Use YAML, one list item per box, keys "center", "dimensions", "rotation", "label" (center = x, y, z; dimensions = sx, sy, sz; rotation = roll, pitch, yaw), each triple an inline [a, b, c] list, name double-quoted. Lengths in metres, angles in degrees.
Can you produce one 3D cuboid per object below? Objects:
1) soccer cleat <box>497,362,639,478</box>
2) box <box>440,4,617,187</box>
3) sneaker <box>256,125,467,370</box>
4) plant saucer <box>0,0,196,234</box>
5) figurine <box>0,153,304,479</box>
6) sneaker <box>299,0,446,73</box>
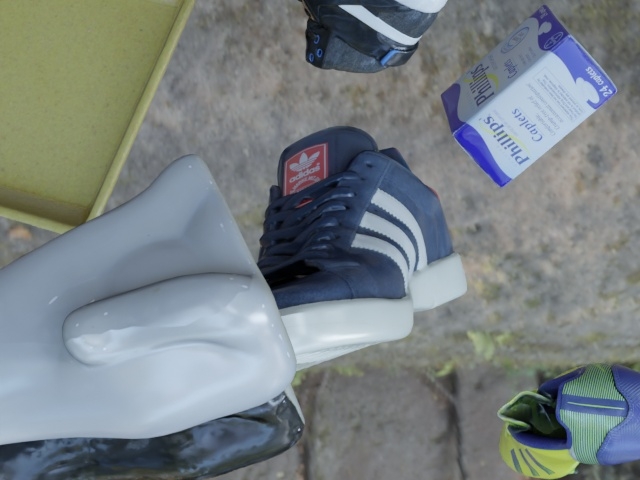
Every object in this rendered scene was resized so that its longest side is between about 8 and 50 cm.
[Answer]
- center: [0.204, 0.158, 1.024]
  dimensions: [0.121, 0.093, 0.289]
  rotation: [10, 164, -9]
  label: "soccer cleat"
- center: [0.188, -0.136, 1.063]
  dimensions: [0.137, 0.126, 0.072]
  rotation: [-41, 107, 17]
  label: "box"
- center: [0.000, 0.000, 0.775]
  dimensions: [0.131, 0.148, 0.350]
  rotation: [-19, 180, 18]
  label: "sneaker"
- center: [-0.302, -0.174, 1.191]
  dimensions: [0.332, 0.333, 0.081]
  rotation: [15, 162, 20]
  label: "plant saucer"
- center: [-0.117, 0.071, 0.451]
  dimensions: [0.209, 0.092, 0.215]
  rotation: [-25, 164, -8]
  label: "figurine"
- center: [-0.011, -0.214, 0.972]
  dimensions: [0.216, 0.079, 0.121]
  rotation: [30, 129, -1]
  label: "sneaker"
